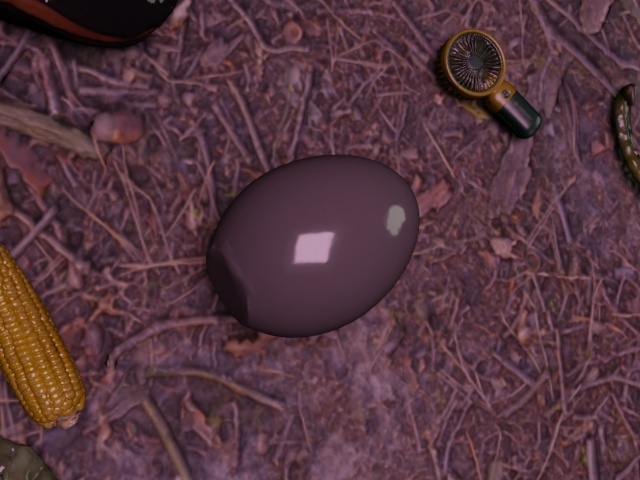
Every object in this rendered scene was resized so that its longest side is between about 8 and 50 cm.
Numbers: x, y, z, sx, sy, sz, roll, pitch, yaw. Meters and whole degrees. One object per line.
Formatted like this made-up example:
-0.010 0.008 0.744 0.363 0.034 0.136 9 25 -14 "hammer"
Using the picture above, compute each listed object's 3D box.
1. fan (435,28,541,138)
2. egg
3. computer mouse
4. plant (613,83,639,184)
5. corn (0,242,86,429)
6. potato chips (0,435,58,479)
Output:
0.202 -0.181 1.161 0.155 0.039 0.082 45 72 -9 "fan"
0.000 0.000 1.000 0.231 0.176 0.176 -33 93 -22 "egg"
-0.297 -0.307 0.985 0.323 0.116 0.183 14 72 -15 "computer mouse"
0.500 -0.021 1.224 0.333 0.180 0.251 20 82 20 "plant"
-0.293 0.091 0.953 0.067 0.067 0.206 -29 89 -19 "corn"
-0.376 0.360 0.874 0.373 0.097 0.389 40 75 2 "potato chips"
